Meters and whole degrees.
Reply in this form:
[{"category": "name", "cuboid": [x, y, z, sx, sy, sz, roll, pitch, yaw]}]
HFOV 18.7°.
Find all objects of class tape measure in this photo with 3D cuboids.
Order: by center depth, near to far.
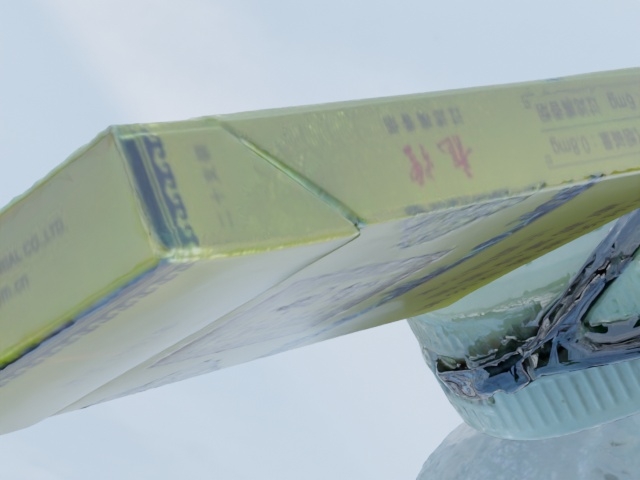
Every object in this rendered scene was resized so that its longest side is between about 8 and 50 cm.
[{"category": "tape measure", "cuboid": [0.153, -0.008, 0.962, 0.235, 0.207, 0.115, -21, 116, 16]}]

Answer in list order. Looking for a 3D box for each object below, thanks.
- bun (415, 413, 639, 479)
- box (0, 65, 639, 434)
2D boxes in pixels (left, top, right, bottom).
[{"category": "bun", "cuboid": [0.233, 0.209, 1.445, 0.361, 0.211, 0.362, 8, 161, 3]}, {"category": "box", "cuboid": [0.001, 0.000, 0.586, 0.153, 0.041, 0.279, -30, 168, 41]}]
